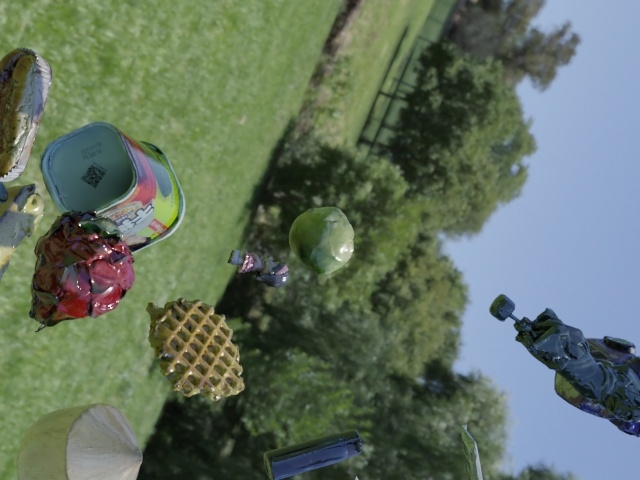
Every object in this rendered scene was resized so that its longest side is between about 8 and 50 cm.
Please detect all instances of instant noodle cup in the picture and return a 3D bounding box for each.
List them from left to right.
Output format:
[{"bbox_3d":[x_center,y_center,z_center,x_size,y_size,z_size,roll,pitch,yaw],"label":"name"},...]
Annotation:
[{"bbox_3d":[-0.487,-0.125,2.184,0.308,0.294,0.294,56,55,-79],"label":"instant noodle cup"}]

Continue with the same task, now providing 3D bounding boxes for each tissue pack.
[{"bbox_3d":[0.367,0.533,2.303,0.193,0.026,0.123,-99,180,-85],"label":"tissue pack"}]

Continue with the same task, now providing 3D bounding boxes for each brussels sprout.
[{"bbox_3d":[-0.005,0.000,2.199,0.122,0.151,0.149,-28,132,-48],"label":"brussels sprout"}]

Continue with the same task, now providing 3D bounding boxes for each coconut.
[{"bbox_3d":[-0.578,0.543,2.339,0.329,0.328,0.329,-157,-90,-87],"label":"coconut"}]

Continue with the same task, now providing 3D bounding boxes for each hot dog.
[{"bbox_3d":[-0.601,-0.241,1.826,0.075,0.144,0.268,16,84,-60],"label":"hot dog"}]

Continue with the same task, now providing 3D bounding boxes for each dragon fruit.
[{"bbox_3d":[-0.518,0.070,1.977,0.293,0.234,0.234,-40,-167,18],"label":"dragon fruit"}]

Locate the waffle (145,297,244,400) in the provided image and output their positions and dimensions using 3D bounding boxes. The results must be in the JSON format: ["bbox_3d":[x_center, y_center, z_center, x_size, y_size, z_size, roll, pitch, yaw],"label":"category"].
[{"bbox_3d":[-0.270,0.235,2.069,0.052,0.245,0.254,-38,-125,31],"label":"waffle"}]

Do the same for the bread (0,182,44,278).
[{"bbox_3d":[-0.795,-0.037,2.314,0.174,0.133,0.252,83,30,-60],"label":"bread"}]

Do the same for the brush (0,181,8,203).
[{"bbox_3d":[-0.710,-0.194,1.890,0.068,0.060,0.297,-91,169,-55],"label":"brush"}]

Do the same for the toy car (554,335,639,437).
[{"bbox_3d":[0.598,0.302,1.980,0.235,0.158,0.172,-142,-118,-69],"label":"toy car"}]

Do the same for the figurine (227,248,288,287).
[{"bbox_3d":[-0.124,0.059,1.896,0.072,0.129,0.054,147,-41,-71],"label":"figurine"}]

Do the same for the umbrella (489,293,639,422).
[{"bbox_3d":[0.464,0.210,1.752,0.094,0.349,0.143,-51,-175,9],"label":"umbrella"}]

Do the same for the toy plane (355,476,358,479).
[{"bbox_3d":[0.087,0.658,2.256,0.065,0.162,0.171,-22,-145,27],"label":"toy plane"}]

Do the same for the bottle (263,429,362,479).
[{"bbox_3d":[-0.016,0.522,2.318,0.082,0.244,0.072,-168,-112,-71],"label":"bottle"}]
